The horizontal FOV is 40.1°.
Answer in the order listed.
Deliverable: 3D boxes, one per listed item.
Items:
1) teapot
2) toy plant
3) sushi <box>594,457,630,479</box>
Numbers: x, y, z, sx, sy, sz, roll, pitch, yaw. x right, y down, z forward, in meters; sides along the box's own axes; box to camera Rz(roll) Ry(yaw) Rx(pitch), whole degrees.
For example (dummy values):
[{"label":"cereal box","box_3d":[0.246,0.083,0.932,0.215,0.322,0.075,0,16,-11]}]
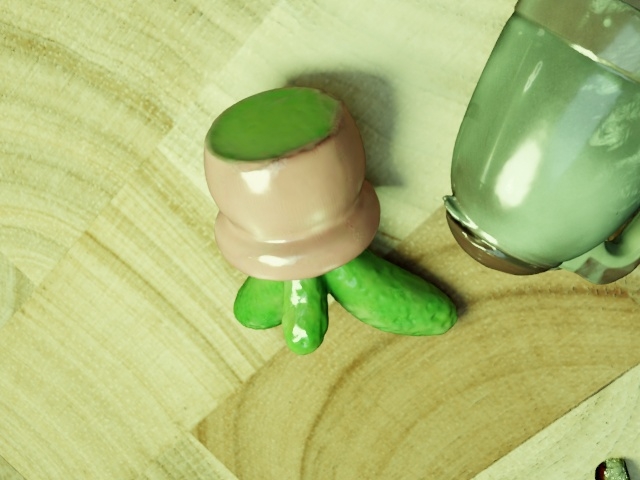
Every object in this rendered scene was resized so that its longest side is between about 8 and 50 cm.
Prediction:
[{"label":"teapot","box_3d":[0.294,-0.093,0.970,0.314,0.233,0.312,19,112,-24]},{"label":"toy plant","box_3d":[0.000,-0.007,1.111,0.316,0.211,0.356,-1,123,15]},{"label":"sushi","box_3d":[0.405,0.343,1.212,0.046,0.044,0.083,-14,105,20]}]
